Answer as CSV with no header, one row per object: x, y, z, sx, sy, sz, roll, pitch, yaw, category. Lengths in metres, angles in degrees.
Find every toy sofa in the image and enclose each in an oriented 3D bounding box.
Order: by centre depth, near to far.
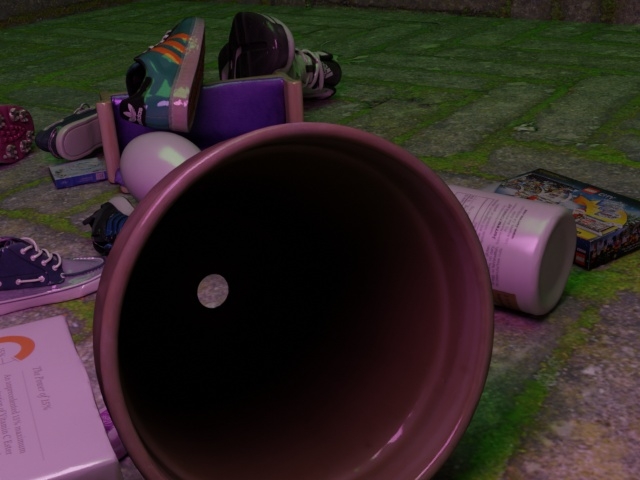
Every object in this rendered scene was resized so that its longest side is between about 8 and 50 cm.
-0.208,-0.202,1.478,0.363,0.150,0.177,-9,24,-13,toy sofa

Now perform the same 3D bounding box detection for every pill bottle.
0.180,0.001,1.004,0.229,0.131,0.131,15,30,34,pill bottle

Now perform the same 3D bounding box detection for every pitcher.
-0.199,-0.090,1.289,0.207,0.125,0.178,31,20,35,pitcher

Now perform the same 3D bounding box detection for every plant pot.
-0.059,0.062,0.738,0.323,0.323,0.280,-15,11,-24,plant pot

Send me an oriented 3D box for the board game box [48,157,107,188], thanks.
-0.437,-0.122,1.482,0.090,0.020,0.090,-13,26,-20,board game box

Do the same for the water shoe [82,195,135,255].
-0.275,0.001,1.156,0.080,0.073,0.203,-35,30,-14,water shoe

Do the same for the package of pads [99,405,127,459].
-0.185,0.173,0.784,0.050,0.032,0.083,11,27,34,package of pads

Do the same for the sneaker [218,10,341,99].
-0.061,-0.395,1.775,0.258,0.169,0.447,-7,4,-16,sneaker

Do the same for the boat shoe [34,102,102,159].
-0.442,-0.214,1.598,0.079,0.095,0.254,13,30,23,boat shoe

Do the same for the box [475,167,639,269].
0.345,-0.038,1.179,0.159,0.044,0.233,-17,28,-29,box

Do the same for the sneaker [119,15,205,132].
-0.259,-0.291,1.376,0.121,0.108,0.302,5,40,-3,sneaker

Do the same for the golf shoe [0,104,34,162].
-0.658,-0.181,1.531,0.140,0.115,0.306,2,23,18,golf shoe

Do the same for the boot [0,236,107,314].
-0.358,0.033,1.047,0.190,0.086,0.069,-17,28,-28,boot

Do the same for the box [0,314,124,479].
-0.316,0.205,0.560,0.345,0.168,0.215,-13,26,-21,box
